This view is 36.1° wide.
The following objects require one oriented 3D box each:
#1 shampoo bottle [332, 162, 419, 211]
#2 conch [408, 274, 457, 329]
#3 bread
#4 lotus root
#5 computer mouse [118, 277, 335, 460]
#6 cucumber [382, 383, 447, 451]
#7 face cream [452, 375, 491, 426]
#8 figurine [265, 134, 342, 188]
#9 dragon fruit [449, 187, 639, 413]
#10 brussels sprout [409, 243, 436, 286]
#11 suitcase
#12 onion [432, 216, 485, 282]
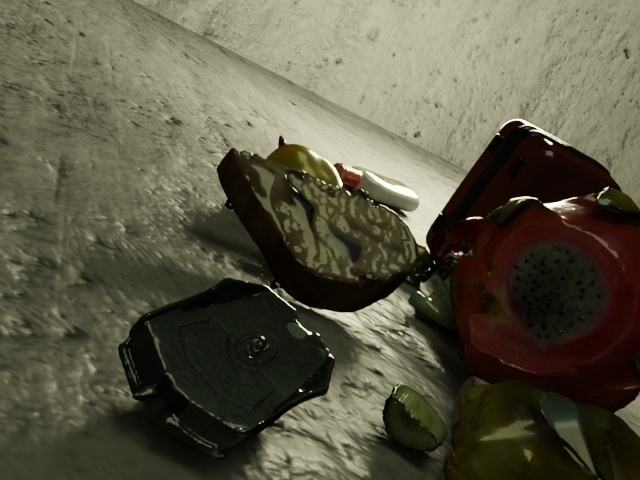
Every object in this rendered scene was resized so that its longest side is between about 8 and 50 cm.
[{"bbox_3d":[0.104,-0.112,1.991,0.221,0.051,0.108,15,20,-45],"label":"shampoo bottle"},{"bbox_3d":[0.234,0.088,1.338,0.200,0.131,0.172,33,14,13],"label":"conch"},{"bbox_3d":[0.235,0.209,0.917,0.233,0.088,0.160,27,36,-1],"label":"bread"},{"bbox_3d":[0.000,0.000,1.180,0.261,0.074,0.170,19,48,-28],"label":"lotus root"},{"bbox_3d":[-0.074,0.105,0.770,0.126,0.071,0.231,47,27,11],"label":"computer mouse"},{"bbox_3d":[0.087,0.170,0.931,0.067,0.035,0.107,42,8,10],"label":"cucumber"},{"bbox_3d":[0.233,0.214,1.029,0.198,0.057,0.084,28,16,3],"label":"face cream"},{"bbox_3d":[-0.032,-0.053,1.362,0.156,0.131,0.246,-10,34,-11],"label":"figurine"},{"bbox_3d":[0.287,0.073,1.153,0.291,0.290,0.189,32,-7,11],"label":"dragon fruit"},{"bbox_3d":[0.143,0.035,1.521,0.085,0.058,0.085,25,31,-16],"label":"brussels sprout"},{"bbox_3d":[0.347,-0.038,1.696,0.236,0.297,0.161,21,23,-29],"label":"suitcase"},{"bbox_3d":[0.247,0.034,1.486,0.173,0.135,0.198,55,14,19],"label":"onion"}]
